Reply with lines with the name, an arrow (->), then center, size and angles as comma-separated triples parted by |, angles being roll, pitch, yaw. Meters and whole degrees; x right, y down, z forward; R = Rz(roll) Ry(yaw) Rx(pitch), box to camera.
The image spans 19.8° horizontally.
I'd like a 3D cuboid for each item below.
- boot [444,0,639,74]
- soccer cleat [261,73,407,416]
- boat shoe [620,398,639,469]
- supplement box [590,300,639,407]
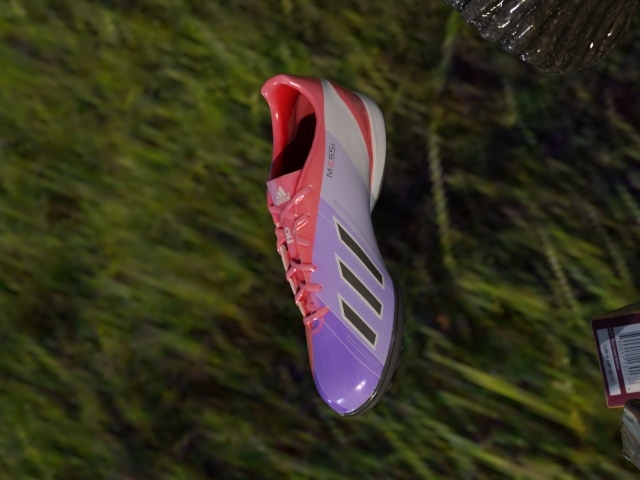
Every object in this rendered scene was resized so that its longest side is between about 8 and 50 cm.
boot -> 0.267, -0.227, 1.271 | 0.260, 0.348, 0.131 | -60, 38, 27
soccer cleat -> 0.000, 0.000, 1.617 | 0.108, 0.116, 0.318 | -25, 57, 39
boat shoe -> 0.325, 0.212, 1.680 | 0.190, 0.068, 0.072 | -118, 39, -71
supplement box -> 0.386, 0.119, 2.075 | 0.081, 0.188, 0.104 | -11, 90, 33
